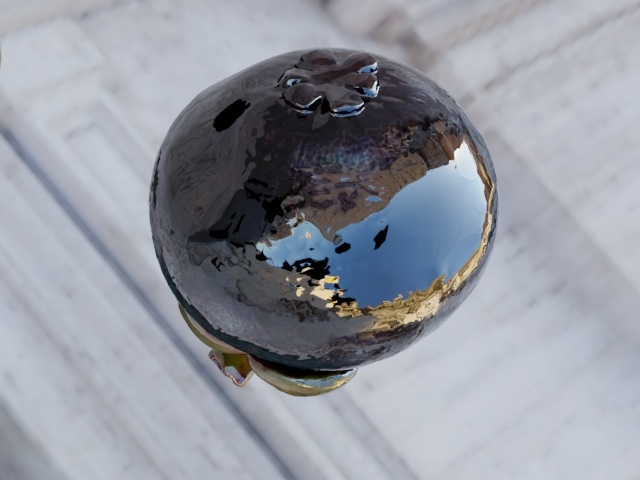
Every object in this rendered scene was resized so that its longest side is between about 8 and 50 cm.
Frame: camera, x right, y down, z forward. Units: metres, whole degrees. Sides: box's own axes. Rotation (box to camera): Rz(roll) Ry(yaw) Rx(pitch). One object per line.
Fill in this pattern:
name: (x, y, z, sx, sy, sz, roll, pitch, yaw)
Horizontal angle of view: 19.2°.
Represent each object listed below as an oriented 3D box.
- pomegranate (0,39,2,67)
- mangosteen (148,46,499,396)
pomegranate: (-0.375, -0.125, 1.147, 0.342, 0.342, 0.342, -39, 170, -8)
mangosteen: (0.000, 0.000, 2.075, 0.382, 0.382, 0.435, -33, 142, -37)
